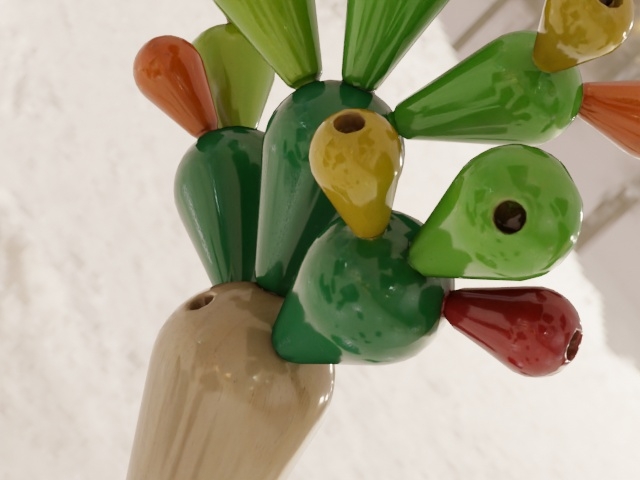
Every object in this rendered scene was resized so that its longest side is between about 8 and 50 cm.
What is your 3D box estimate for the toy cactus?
[{"bbox_3d":[0.000,0.000,0.447,0.112,0.180,0.219,17,9,-36],"label":"toy cactus"}]
